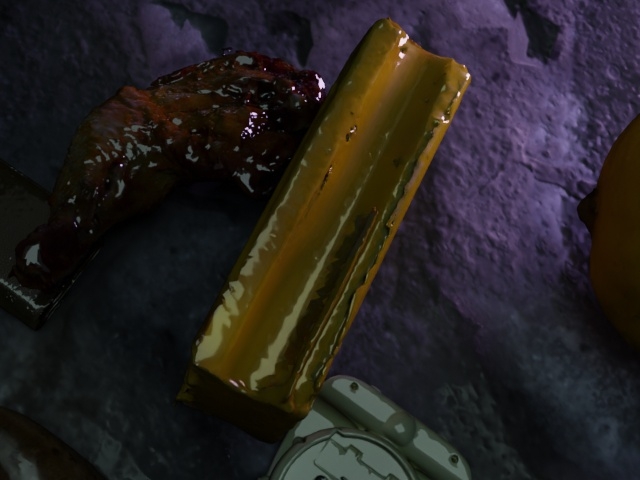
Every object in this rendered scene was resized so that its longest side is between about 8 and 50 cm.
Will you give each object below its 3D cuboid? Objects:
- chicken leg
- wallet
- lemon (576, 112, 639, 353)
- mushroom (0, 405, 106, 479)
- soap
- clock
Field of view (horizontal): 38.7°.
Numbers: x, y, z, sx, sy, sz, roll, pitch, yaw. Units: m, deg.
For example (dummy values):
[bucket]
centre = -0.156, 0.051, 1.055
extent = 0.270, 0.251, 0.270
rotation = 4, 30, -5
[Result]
[chicken leg]
centre = -0.129, -0.068, 0.793
extent = 0.322, 0.083, 0.177
rotation = -23, 47, -16
[wallet]
centre = -0.296, -0.018, 0.799
extent = 0.198, 0.031, 0.110
rotation = 34, 69, 4
[lemon]
centre = 0.376, -0.004, 0.755
extent = 0.296, 0.297, 0.297
rotation = 2, 70, -7
[mushroom]
centre = -0.231, 0.180, 0.709
extent = 0.209, 0.094, 0.072
rotation = 30, 73, 8
[soap]
centre = 0.000, 0.001, 0.742
extent = 0.096, 0.204, 0.325
rotation = 28, 70, -1
[clock]
centre = 0.019, 0.220, 0.741
extent = 0.151, 0.062, 0.191
rotation = 35, 71, 5
